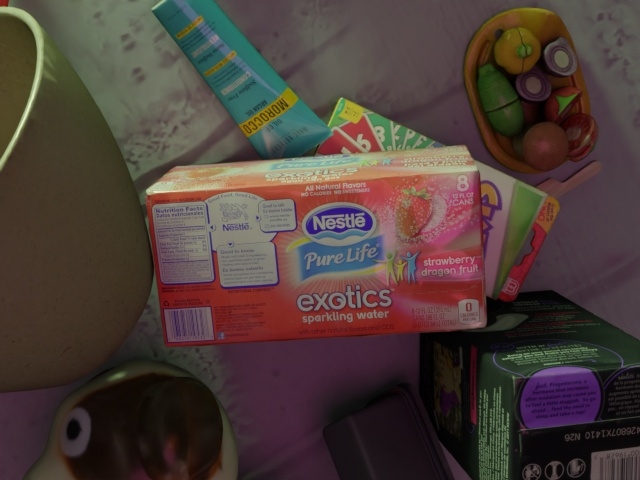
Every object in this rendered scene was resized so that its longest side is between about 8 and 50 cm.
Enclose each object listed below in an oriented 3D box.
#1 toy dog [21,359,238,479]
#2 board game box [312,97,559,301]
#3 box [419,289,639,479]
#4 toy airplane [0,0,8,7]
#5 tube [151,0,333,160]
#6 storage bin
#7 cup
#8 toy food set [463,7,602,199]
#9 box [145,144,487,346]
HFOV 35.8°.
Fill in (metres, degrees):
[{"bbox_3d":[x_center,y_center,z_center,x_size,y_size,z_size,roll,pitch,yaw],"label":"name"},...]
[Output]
[{"bbox_3d":[-0.117,0.308,0.955,0.395,0.284,0.408,-36,106,-18],"label":"toy dog"},{"bbox_3d":[0.112,-0.038,1.028,0.259,0.039,0.124,24,97,-6],"label":"board game box"},{"bbox_3d":[0.213,0.153,0.988,0.165,0.270,0.143,-3,102,-11],"label":"box"},{"bbox_3d":[-0.297,-0.230,0.934,0.151,0.028,0.151,-2,102,-9],"label":"toy airplane"},{"bbox_3d":[-0.080,-0.163,0.982,0.080,0.052,0.207,-30,111,29],"label":"tube"},{"bbox_3d":[0.062,0.230,1.037,0.091,0.098,0.135,-8,70,-40],"label":"storage bin"},{"bbox_3d":[-0.282,0.001,0.862,0.331,0.331,0.237,-45,131,0],"label":"cup"},{"bbox_3d":[0.235,-0.135,1.038,0.128,0.071,0.218,-24,105,-6],"label":"toy food set"},{"bbox_3d":[0.000,0.000,0.946,0.300,0.142,0.154,-5,105,4],"label":"box"}]
